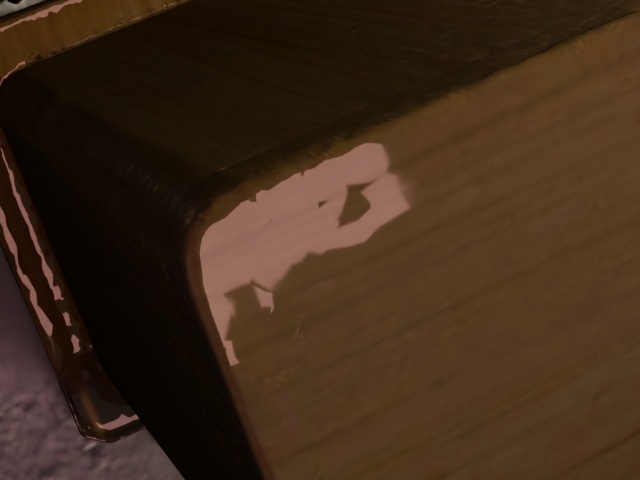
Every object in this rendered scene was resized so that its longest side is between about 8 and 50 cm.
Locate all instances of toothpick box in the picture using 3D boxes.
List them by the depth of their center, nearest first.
[{"bbox_3d":[0.000,0.000,0.479,0.187,0.308,0.190,-23,110,-15],"label":"toothpick box"}]

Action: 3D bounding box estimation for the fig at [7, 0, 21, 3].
[{"bbox_3d":[-0.091,-0.200,0.516,0.124,0.124,0.236,12,122,-25],"label":"fig"}]
